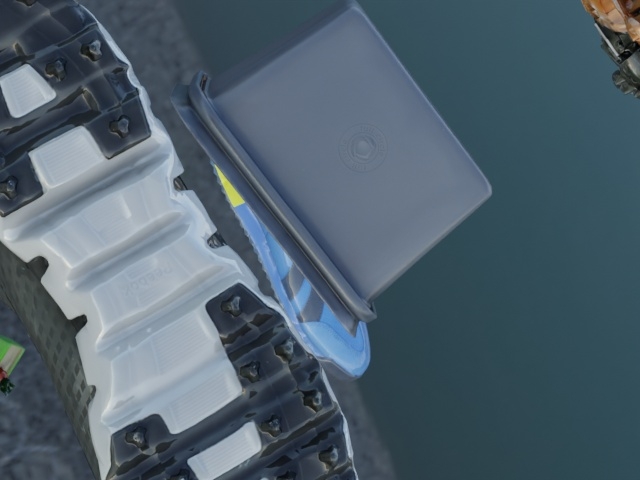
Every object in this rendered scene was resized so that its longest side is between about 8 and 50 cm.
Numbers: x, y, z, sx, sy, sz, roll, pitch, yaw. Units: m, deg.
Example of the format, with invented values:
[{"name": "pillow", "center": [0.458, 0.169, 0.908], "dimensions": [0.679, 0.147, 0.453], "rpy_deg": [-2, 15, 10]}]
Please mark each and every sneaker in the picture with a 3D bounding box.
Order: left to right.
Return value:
[{"name": "sneaker", "center": [-0.057, 0.029, 0.570], "dimensions": [0.078, 0.106, 0.234], "rpy_deg": [-28, 90, -11]}, {"name": "sneaker", "center": [0.000, 0.000, 1.193], "dimensions": [0.069, 0.082, 0.209], "rpy_deg": [-78, 144, -70]}]

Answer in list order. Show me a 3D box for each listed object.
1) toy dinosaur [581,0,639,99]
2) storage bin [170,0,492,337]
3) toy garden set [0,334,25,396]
[{"name": "toy dinosaur", "center": [0.231, -0.181, 1.225], "dimensions": [0.218, 0.164, 0.322], "rpy_deg": [37, 52, -44]}, {"name": "storage bin", "center": [0.010, -0.041, 0.787], "dimensions": [0.135, 0.091, 0.098], "rpy_deg": [53, 6, -10]}, {"name": "toy garden set", "center": [-0.270, 0.068, 1.292], "dimensions": [0.204, 0.049, 0.244], "rpy_deg": [-58, 159, -3]}]
